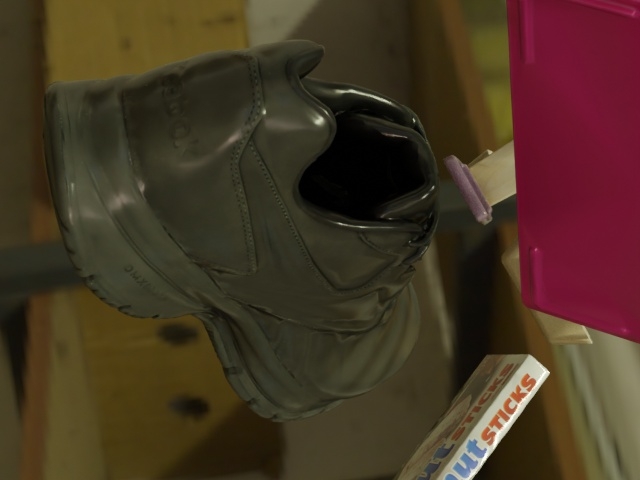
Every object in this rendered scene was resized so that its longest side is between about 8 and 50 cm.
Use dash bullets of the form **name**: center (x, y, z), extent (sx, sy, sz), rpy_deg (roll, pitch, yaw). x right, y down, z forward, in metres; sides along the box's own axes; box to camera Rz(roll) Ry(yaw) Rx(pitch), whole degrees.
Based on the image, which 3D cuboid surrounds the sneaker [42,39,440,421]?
- **sneaker**: center (0.000, 0.000, 0.804), extent (0.286, 0.130, 0.109), rpy_deg (35, 40, -64)

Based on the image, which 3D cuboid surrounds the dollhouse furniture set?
- **dollhouse furniture set**: center (0.128, -0.009, 0.962), extent (0.114, 0.081, 0.091), rpy_deg (61, 7, 7)

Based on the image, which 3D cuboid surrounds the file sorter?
- **file sorter**: center (0.238, -0.056, 0.695), extent (0.182, 0.291, 0.202), rpy_deg (-61, 158, -29)

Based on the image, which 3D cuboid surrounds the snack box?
- **snack box**: center (0.070, 0.143, 1.171), extent (0.022, 0.178, 0.064), rpy_deg (42, -15, -13)
